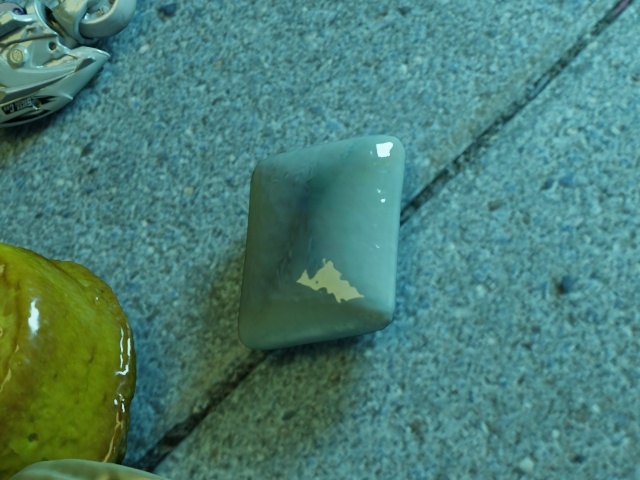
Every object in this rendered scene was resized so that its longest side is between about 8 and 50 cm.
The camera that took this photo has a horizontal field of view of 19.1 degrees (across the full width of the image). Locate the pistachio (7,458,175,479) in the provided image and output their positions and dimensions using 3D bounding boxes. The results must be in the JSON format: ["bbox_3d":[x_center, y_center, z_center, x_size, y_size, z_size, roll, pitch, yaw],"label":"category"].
[{"bbox_3d":[-0.118,0.263,1.347,0.332,0.226,0.208,10,27,38],"label":"pistachio"}]

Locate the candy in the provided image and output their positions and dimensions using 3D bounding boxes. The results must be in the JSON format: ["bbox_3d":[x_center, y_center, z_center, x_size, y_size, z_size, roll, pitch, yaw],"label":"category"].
[{"bbox_3d":[0.000,0.000,1.524,0.138,0.071,0.174,-11,58,25],"label":"candy"}]

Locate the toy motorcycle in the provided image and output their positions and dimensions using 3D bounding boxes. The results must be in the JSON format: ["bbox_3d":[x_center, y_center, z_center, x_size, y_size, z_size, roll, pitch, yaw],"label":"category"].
[{"bbox_3d":[-0.275,-0.162,1.780,0.254,0.112,0.112,-36,50,5],"label":"toy motorcycle"}]

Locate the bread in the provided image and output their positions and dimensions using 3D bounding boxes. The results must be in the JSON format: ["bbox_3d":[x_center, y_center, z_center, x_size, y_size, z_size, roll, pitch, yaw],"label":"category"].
[{"bbox_3d":[-0.293,0.135,1.547,0.312,0.172,0.312,-16,53,23],"label":"bread"}]
